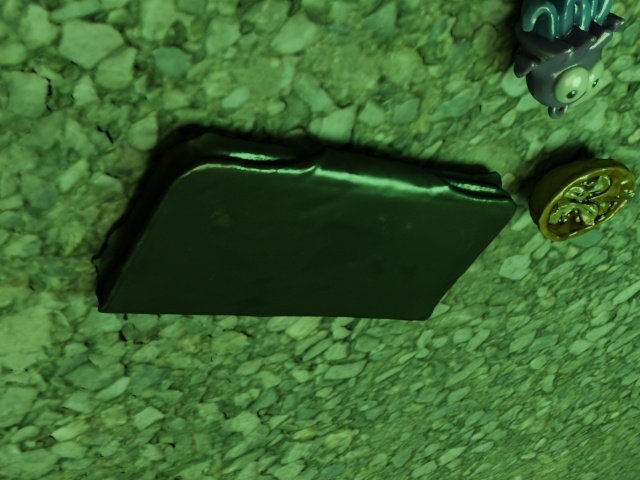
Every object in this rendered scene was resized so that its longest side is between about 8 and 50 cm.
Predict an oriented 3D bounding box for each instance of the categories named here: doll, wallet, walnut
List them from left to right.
[{"bbox_3d":[0.000,0.000,0.821,0.377,0.051,0.197,3,135,-36],"label":"wallet"},{"bbox_3d":[0.196,-0.182,0.735,0.110,0.067,0.206,-26,134,-22],"label":"doll"},{"bbox_3d":[0.254,-0.050,0.938,0.121,0.052,0.091,-14,139,-25],"label":"walnut"}]
